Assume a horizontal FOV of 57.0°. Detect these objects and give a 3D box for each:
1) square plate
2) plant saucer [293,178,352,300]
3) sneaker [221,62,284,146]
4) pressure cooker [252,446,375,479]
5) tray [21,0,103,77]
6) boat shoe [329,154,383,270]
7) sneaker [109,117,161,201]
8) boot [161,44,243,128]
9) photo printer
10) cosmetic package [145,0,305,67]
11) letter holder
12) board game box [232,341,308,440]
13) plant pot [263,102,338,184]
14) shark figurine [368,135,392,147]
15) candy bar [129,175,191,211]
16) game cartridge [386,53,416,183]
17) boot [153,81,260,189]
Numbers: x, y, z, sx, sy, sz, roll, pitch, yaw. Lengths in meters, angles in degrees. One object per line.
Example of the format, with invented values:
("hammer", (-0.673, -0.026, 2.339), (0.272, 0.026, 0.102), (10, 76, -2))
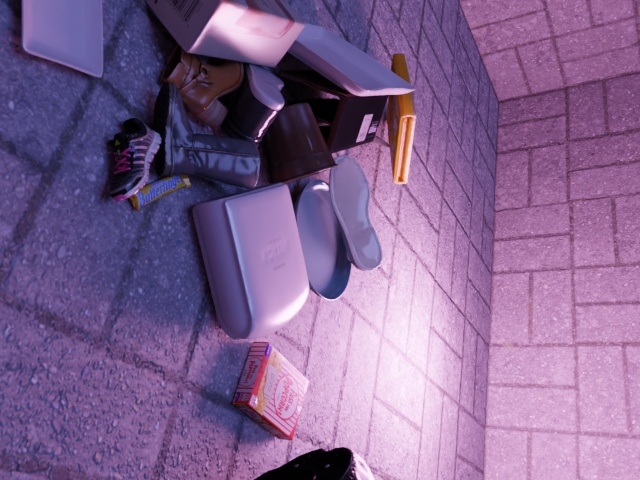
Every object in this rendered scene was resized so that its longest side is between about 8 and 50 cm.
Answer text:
("square plate", (0.048, -0.469, 1.540), (0.344, 0.347, 0.049), (-27, 151, -58))
("plant saucer", (0.000, 0.000, 1.543), (0.317, 0.044, 0.317), (26, 61, -58))
("sneaker", (-0.157, -0.304, 1.307), (0.105, 0.147, 0.295), (29, 23, -22))
("pressure cooker", (0.004, 0.633, 1.033), (0.370, 0.375, 0.420), (-26, 88, -50))
("tray", (-0.415, -0.405, 0.936), (0.145, 0.030, 0.270), (7, 79, -60))
("boat shoe", (0.083, -0.072, 1.613), (0.116, 0.099, 0.319), (-16, 91, -17))
("sneaker", (-0.329, -0.143, 1.003), (0.075, 0.063, 0.170), (52, 38, -43))
("boot", (-0.236, -0.345, 1.194), (0.152, 0.073, 0.197), (42, 47, -44))
("photo printer", (-0.134, 0.046, 1.254), (0.256, 0.107, 0.307), (-24, 105, -59))
("cosmetic package", (-0.182, -0.462, 1.198), (0.153, 0.129, 0.296), (51, 28, 11))
("letter holder", (0.018, -0.356, 1.580), (0.302, 0.214, 0.152), (-30, 142, -60))
("board game box", (-0.106, 0.335, 1.309), (0.193, 0.045, 0.146), (53, 42, -42))
("plant pot", (-0.062, -0.227, 1.394), (0.167, 0.167, 0.165), (-28, 100, -58))
("shark figurine", (0.181, -0.443, 1.889), (0.166, 0.116, 0.278), (38, 51, -49))
("candy bar", (-0.297, -0.095, 1.092), (0.161, 0.018, 0.040), (-41, 120, -56))
("game cartridge", (0.249, -0.391, 1.878), (0.285, 0.053, 0.323), (89, -1, -50))
("boot", (-0.213, -0.196, 1.140), (0.209, 0.076, 0.189), (-1, 96, -35))
